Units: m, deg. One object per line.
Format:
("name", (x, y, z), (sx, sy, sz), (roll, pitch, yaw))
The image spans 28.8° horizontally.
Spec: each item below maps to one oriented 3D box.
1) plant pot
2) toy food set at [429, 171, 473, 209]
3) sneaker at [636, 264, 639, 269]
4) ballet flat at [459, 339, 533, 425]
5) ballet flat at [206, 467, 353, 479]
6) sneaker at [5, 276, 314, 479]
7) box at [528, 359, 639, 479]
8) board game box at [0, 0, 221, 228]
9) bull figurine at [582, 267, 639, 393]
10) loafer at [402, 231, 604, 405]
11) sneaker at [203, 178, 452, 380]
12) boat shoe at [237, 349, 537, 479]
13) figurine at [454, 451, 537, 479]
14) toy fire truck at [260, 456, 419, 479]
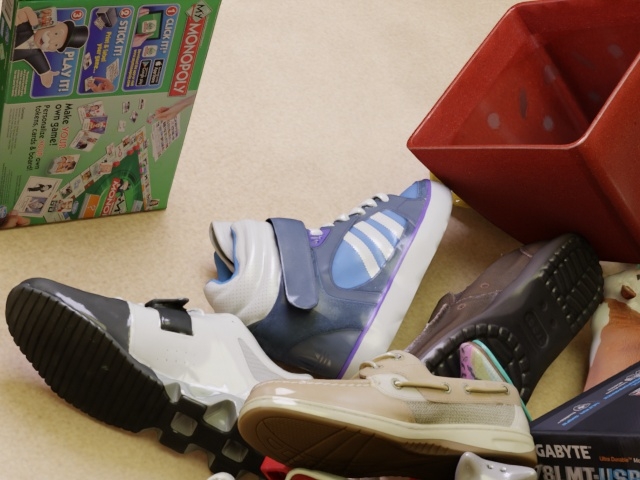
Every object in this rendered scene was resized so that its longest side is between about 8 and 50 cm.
("plant pot", (0.314, -0.118, 1.483), (0.267, 0.267, 0.236), (-52, 123, -24))
("toy food set", (0.237, -0.085, 1.638), (0.217, 0.071, 0.128), (7, 70, -12))
("sneaker", (0.459, 0.025, 1.571), (0.182, 0.158, 0.410), (-22, 54, -20))
("ballet flat", (0.192, 0.206, 1.274), (0.079, 0.077, 0.221), (-39, 108, -7))
("ballet flat", (-0.040, 0.263, 1.092), (0.342, 0.116, 0.124), (-3, 87, 3))
("sneaker", (-0.154, 0.117, 1.252), (0.330, 0.122, 0.146), (31, 42, -7))
("box", (0.387, 0.158, 1.179), (0.295, 0.293, 0.073), (-21, 95, -33))
("board game box", (-0.239, -0.144, 1.318), (0.213, 0.317, 0.046), (-9, 51, -29))
("bull figurine", (0.371, 0.170, 1.410), (0.188, 0.101, 0.310), (29, 52, 1))
("loafer", (0.174, 0.124, 1.389), (0.366, 0.130, 0.134), (-36, 107, -33))
("sneaker", (0.000, 0.001, 1.407), (0.236, 0.130, 0.323), (28, 50, 0))
("boat shoe", (0.062, 0.156, 1.136), (0.302, 0.109, 0.098), (11, 56, -26))
("figurine", (0.192, 0.282, 1.159), (0.214, 0.209, 0.092), (18, 44, -5))
("toy fire truck", (0.048, 0.222, 1.200), (0.192, 0.047, 0.135), (41, 61, -20))
